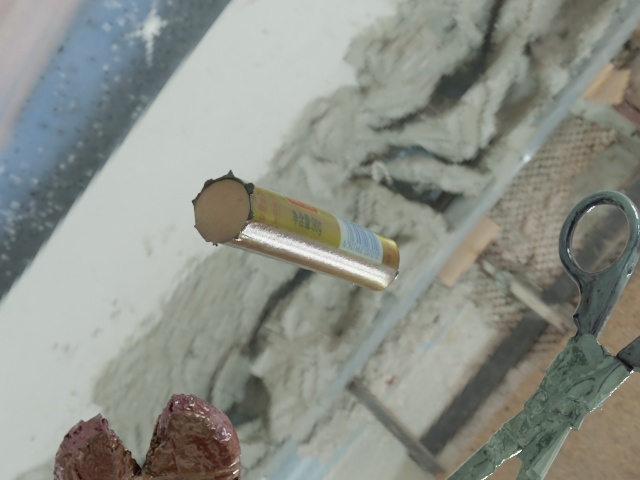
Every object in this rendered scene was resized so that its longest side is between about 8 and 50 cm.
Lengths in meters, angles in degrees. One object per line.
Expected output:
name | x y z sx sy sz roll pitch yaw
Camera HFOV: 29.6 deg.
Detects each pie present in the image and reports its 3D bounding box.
pie | -0.195 0.276 1.409 0.219 0.204 0.054 -26 -158 -8

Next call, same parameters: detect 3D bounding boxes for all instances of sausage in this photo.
sausage | 0.000 0.000 1.388 0.082 0.371 0.082 -8 -105 32

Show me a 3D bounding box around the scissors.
scissors | 0.249 0.145 1.176 0.256 0.029 0.383 36 -93 40
